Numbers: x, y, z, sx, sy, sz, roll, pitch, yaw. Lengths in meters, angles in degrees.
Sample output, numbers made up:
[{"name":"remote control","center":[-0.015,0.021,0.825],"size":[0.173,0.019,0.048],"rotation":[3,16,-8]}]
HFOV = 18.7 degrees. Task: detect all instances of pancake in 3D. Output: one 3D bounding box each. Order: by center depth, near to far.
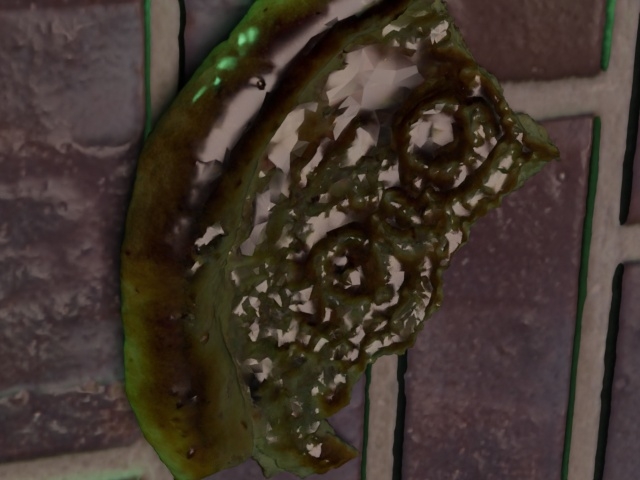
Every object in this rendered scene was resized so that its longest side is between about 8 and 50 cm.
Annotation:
[{"name":"pancake","center":[-0.004,-0.003,1.409],"size":[0.305,0.067,0.426],"rotation":[31,95,-31]}]
